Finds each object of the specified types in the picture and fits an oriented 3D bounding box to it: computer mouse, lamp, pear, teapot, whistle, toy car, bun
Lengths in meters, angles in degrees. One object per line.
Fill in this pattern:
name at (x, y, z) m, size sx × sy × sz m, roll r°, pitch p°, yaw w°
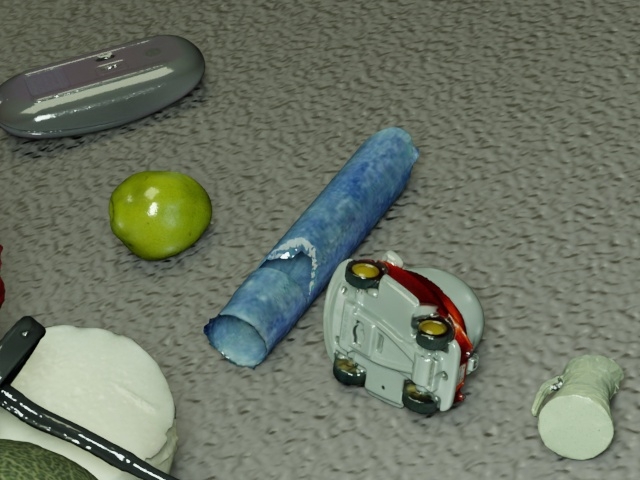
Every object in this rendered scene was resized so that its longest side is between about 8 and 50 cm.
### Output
computer mouse at (-0.236, -0.160, 2.024) m, size 0.232 × 0.057 × 0.120 m, roll -18°, pitch 33°, yaw -11°
lamp at (-0.089, 0.151, 1.335) m, size 0.371 × 0.108 × 0.130 m, roll 20°, pitch 35°, yaw 10°
pear at (-0.148, -0.023, 1.765) m, size 0.097 × 0.092 × 0.092 m, roll -2°, pitch 31°, yaw -11°
teapot at (0.197, 0.122, 1.443) m, size 0.067 × 0.057 × 0.083 m, roll 4°, pitch 29°, yaw 20°
whistle at (0.000, 0.000, 1.692) m, size 0.062 × 0.062 × 0.304 m, roll 8°, pitch 39°, yaw 30°
toy car at (0.082, 0.071, 1.527) m, size 0.112 × 0.112 × 0.139 m, roll -20°, pitch 40°, yaw -40°
bun at (-0.197, 0.157, 1.466) m, size 0.173 × 0.120 × 0.172 m, roll 6°, pitch 48°, yaw -7°

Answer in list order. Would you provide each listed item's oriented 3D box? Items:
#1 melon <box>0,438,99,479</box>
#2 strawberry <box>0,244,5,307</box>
melon at (-0.214, 0.264, 1.208) m, size 0.238 × 0.237 × 0.301 m, roll -13°, pitch 31°, yaw 1°
strawberry at (-0.399, 0.079, 1.575) m, size 0.292 × 0.309 × 0.292 m, roll -13°, pitch 3°, yaw 1°
